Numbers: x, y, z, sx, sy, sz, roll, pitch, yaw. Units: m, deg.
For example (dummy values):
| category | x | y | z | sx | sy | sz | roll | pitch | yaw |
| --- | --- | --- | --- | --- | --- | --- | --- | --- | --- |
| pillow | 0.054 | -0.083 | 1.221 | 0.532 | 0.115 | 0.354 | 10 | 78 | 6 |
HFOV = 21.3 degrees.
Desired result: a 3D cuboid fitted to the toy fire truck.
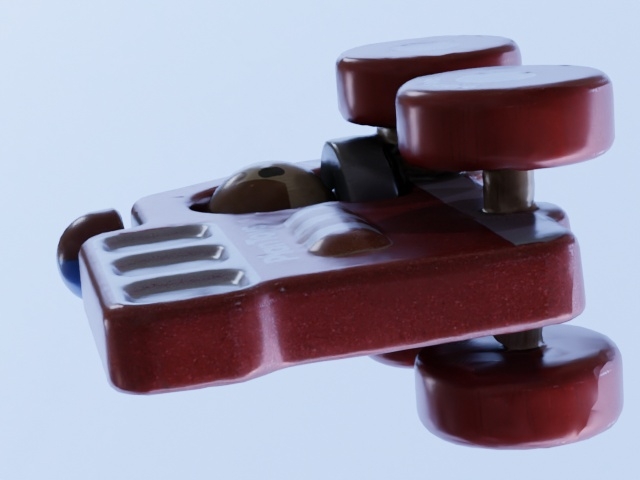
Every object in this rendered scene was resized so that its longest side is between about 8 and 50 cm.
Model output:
| category | x | y | z | sx | sy | sz | roll | pitch | yaw |
| --- | --- | --- | --- | --- | --- | --- | --- | --- | --- |
| toy fire truck | 0.000 | 0.000 | 0.846 | 0.254 | 0.169 | 0.302 | -7 | -166 | -12 |
